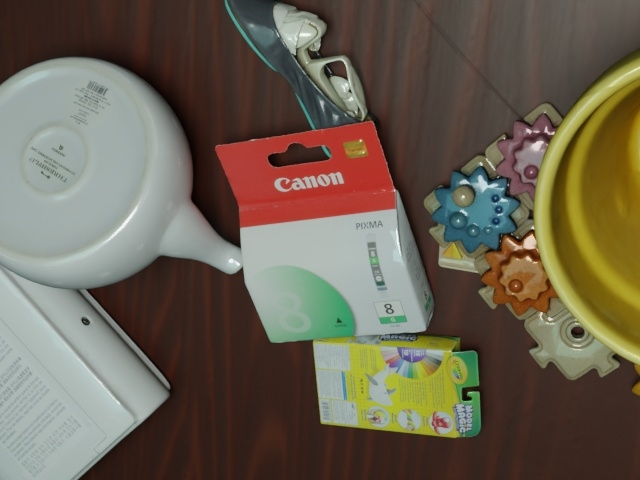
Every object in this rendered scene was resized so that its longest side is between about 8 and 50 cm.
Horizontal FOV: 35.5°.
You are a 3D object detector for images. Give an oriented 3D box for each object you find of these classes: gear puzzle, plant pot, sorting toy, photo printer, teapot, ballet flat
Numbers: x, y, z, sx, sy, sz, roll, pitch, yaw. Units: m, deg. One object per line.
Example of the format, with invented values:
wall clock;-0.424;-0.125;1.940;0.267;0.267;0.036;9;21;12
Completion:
gear puzzle;0.253;0.048;0.956;0.175;0.044;0.339;-39;92;22
plant pot;0.314;-0.049;0.796;0.254;0.239;0.254;7;111;19
sorting toy;0.160;0.004;1.004;0.083;0.012;0.062;10;112;18
photo printer;-0.363;0.148;1.213;0.307;0.107;0.256;47;118;1
teapot;-0.242;-0.060;1.054;0.252;0.187;0.256;-19;75;8
ballet flat;-0.010;-0.175;0.975;0.074;0.074;0.203;-29;103;28

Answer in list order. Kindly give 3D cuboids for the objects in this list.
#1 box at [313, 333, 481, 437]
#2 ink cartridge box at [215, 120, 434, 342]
box;0.085;0.151;1.073;0.179;0.043;0.105;3;110;23
ink cartridge box;0.000;0.000;1.014;0.181;0.056;0.225;-7;124;24
